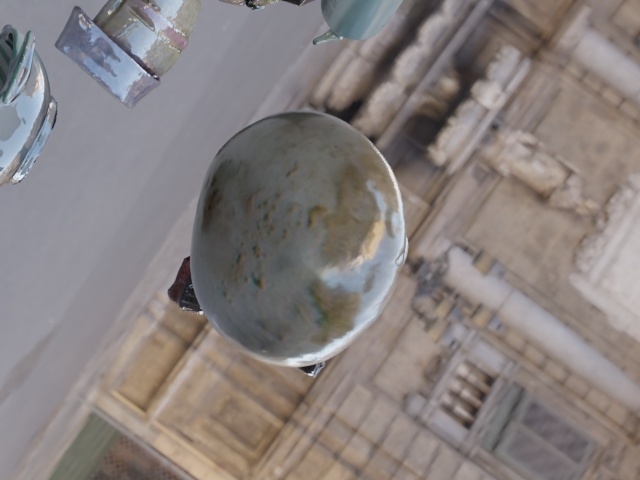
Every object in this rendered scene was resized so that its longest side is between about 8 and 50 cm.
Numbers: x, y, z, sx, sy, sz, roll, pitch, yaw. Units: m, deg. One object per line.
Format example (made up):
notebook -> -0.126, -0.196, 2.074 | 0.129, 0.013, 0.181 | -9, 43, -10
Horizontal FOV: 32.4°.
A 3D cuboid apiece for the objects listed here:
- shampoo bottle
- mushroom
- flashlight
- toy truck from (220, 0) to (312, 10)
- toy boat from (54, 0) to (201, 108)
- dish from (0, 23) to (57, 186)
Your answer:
shampoo bottle -> 0.030, -0.178, 0.790 | 0.056, 0.056, 0.195 | -54, -177, -8
mushroom -> 0.000, 0.000, 1.067 | 0.243, 0.243, 0.243 | -54, 180, 0
flashlight -> -0.090, 0.102, 1.473 | 0.093, 0.232, 0.093 | -56, 171, -13
toy truck -> -0.051, -0.377, 1.246 | 0.165, 0.224, 0.147 | -13, 176, -19
toy boat -> -0.245, -0.312, 1.581 | 0.293, 0.111, 0.276 | -47, 162, -17
dish -> -0.328, -0.124, 1.152 | 0.246, 0.078, 0.224 | -21, -131, 51
